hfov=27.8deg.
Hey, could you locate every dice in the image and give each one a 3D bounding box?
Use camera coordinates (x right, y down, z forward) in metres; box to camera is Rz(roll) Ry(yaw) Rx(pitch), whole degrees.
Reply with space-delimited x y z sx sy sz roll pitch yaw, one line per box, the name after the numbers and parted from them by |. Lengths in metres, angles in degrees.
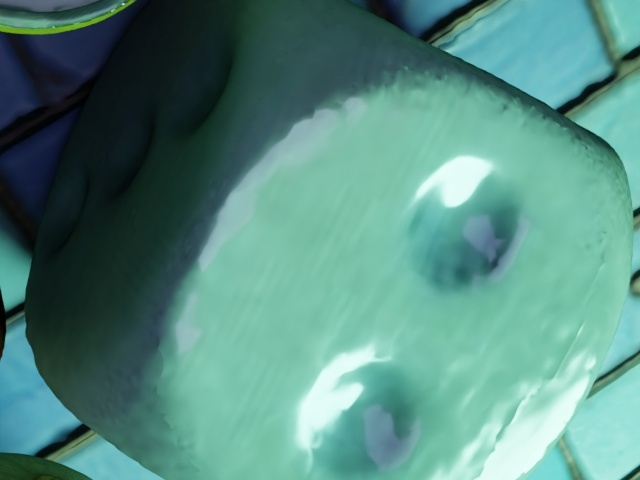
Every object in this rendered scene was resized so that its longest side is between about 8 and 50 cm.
0.000 0.000 0.760 0.265 0.268 0.262 23 101 -27 | dice

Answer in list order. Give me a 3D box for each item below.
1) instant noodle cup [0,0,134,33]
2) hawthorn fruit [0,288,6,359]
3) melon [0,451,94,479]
-0.160 -0.195 0.639 0.216 0.236 0.215 -7 111 -18 | instant noodle cup
-0.349 0.054 0.640 0.369 0.284 0.284 -25 118 -2 | hawthorn fruit
-0.217 0.285 0.799 0.272 0.272 0.308 13 77 -26 | melon
